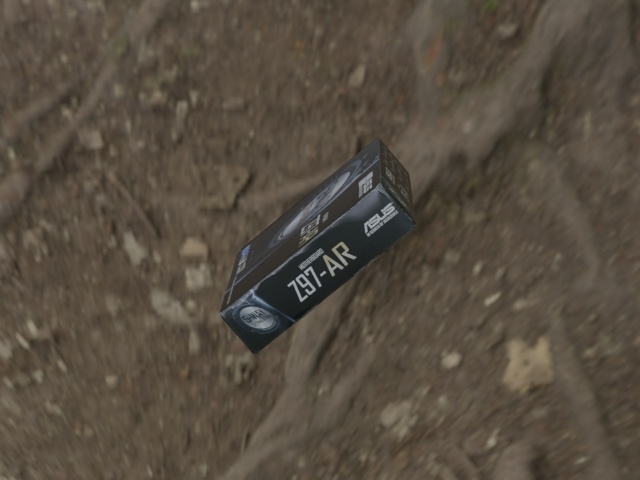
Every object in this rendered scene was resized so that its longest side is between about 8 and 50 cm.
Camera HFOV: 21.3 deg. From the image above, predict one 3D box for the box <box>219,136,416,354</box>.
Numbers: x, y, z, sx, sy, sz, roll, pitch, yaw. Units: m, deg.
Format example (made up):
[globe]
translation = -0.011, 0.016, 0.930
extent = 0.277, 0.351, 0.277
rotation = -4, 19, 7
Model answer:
[box]
translation = 0.000, 0.000, 0.565
extent = 0.067, 0.083, 0.018
rotation = -39, 100, 11
